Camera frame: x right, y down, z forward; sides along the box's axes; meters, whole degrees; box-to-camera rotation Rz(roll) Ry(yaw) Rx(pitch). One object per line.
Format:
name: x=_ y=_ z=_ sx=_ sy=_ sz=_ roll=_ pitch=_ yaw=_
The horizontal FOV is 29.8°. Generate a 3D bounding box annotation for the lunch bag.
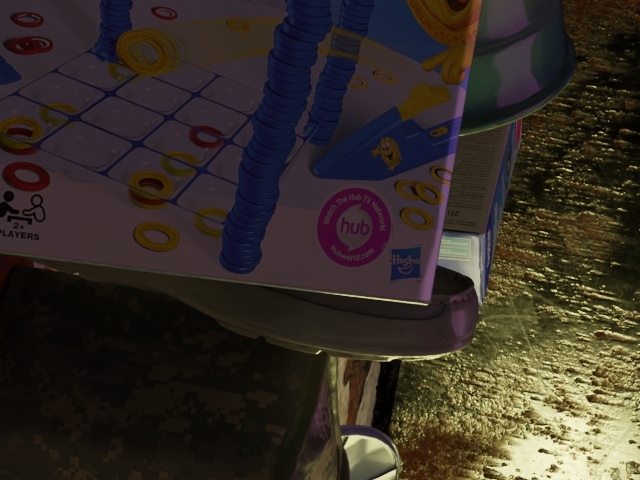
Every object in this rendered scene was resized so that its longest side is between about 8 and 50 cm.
lunch bag: x=-0.105 y=0.171 z=0.869 sx=0.287 sy=0.235 sz=0.169 roll=88 pitch=14 yaw=-48

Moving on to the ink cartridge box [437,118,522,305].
ink cartridge box: x=0.121 y=-0.065 z=1.692 sx=0.395 sy=0.270 sz=0.151 roll=-68 pitch=159 yaw=-43

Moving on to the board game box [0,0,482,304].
board game box: x=-0.072 y=-0.138 z=0.580 sx=0.086 sy=0.308 sz=0.302 roll=-159 pitch=-102 yaw=-68

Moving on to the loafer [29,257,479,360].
loafer: x=-0.054 y=-0.012 z=0.736 sx=0.112 sy=0.319 sz=0.111 roll=-41 pitch=147 yaw=-74

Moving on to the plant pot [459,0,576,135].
plant pot: x=0.108 y=-0.339 z=1.312 sx=0.341 sy=0.341 sz=0.334 roll=-65 pitch=154 yaw=-51

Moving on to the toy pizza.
toy pizza: x=-0.015 y=0.246 z=1.148 sx=0.032 sy=0.201 sz=0.201 roll=51 pitch=-30 yaw=43
